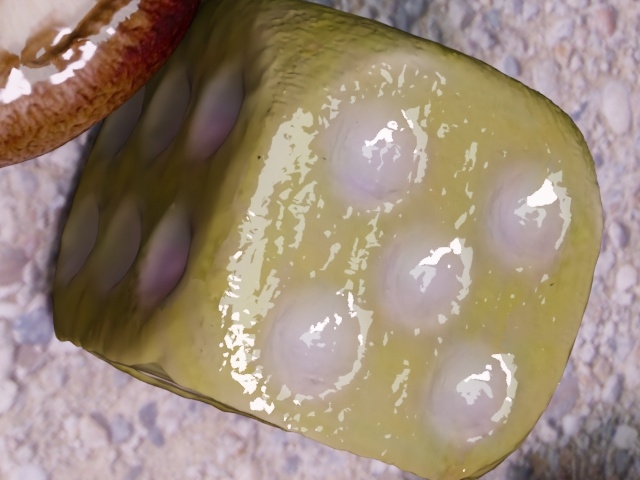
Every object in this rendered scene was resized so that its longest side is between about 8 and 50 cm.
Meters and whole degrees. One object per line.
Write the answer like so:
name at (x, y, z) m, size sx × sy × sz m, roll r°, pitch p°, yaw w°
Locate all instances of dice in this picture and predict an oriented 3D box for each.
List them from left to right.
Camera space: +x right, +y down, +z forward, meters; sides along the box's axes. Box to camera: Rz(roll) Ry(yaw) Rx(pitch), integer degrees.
dice at (0.000, 0.000, 0.919) m, size 0.233 × 0.238 × 0.227 m, roll 21°, pitch 84°, yaw -29°

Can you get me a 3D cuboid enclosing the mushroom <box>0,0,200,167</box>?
mushroom at (-0.193, -0.183, 0.840) m, size 0.278 × 0.163 × 0.297 m, roll 2°, pitch 92°, yaw -25°
